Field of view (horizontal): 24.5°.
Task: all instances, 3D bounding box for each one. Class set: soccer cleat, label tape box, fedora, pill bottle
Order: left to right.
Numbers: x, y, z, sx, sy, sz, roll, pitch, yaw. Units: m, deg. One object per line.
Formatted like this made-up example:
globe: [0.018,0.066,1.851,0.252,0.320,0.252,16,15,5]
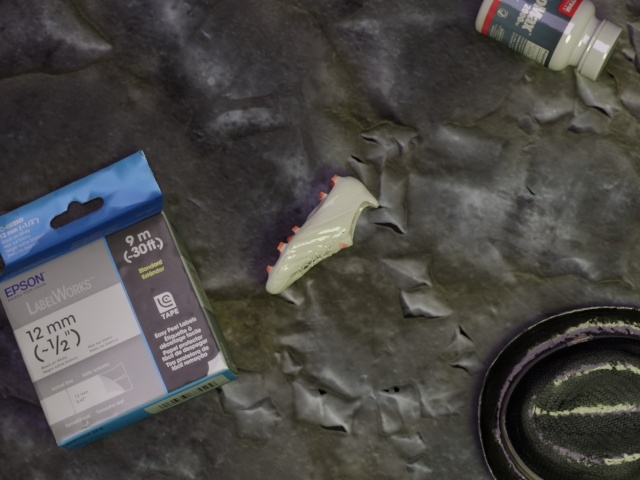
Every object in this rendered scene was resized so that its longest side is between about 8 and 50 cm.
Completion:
label tape box: [-0.293,0.072,1.986,0.249,0.115,0.348,-24,80,1]
soccer cleat: [0.000,0.000,1.994,0.076,0.068,0.196,36,83,7]
pill bottle: [0.310,-0.292,1.992,0.180,0.108,0.108,29,84,9]
fedora: [0.367,0.225,1.874,0.333,0.152,0.334,-1,81,6]
